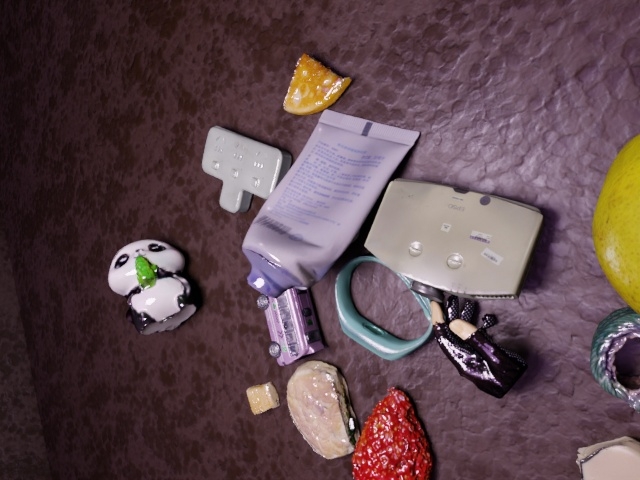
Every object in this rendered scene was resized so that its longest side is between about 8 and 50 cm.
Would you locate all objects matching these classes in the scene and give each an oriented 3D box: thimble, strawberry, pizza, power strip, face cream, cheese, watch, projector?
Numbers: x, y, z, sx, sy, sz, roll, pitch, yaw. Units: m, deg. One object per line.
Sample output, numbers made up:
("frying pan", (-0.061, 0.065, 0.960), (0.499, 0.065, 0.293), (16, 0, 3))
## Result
("thimble", (0.459, 0.163, 0.595), (0.118, 0.090, 0.135), (41, 117, 29))
("strawberry", (0.148, 0.427, 0.824), (0.174, 0.098, 0.228), (24, 108, 31))
("pizza", (-0.018, -0.348, 0.924), (0.178, 0.041, 0.131), (-27, 81, 33))
("power strip", (-0.202, -0.167, 1.054), (0.264, 0.059, 0.194), (25, 107, 30))
("face cream", (-0.007, -0.079, 0.814), (0.234, 0.137, 0.420), (24, 75, 32))
("cheese", (0.478, 0.339, 0.619), (0.171, 0.047, 0.092), (-30, 79, 33))
("watch", (0.134, 0.131, 0.839), (0.237, 0.068, 0.195), (29, 107, 34))
("projector", (0.221, 0.008, 0.724), (0.269, 0.088, 0.194), (19, 82, 32))

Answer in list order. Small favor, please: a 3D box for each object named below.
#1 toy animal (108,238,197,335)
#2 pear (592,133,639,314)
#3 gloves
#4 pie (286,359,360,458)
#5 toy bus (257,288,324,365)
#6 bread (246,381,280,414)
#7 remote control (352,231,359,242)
("toy animal", (-0.474, 0.120, 1.177), (0.212, 0.212, 0.267), (-34, 81, 32))
("pear", (0.464, -0.006, 0.458), (0.294, 0.294, 0.295), (3, 95, 35))
("gloves", (0.254, 0.179, 0.716), (0.180, 0.129, 0.106), (39, 117, 27))
("pie", (-0.006, 0.390, 0.959), (0.185, 0.052, 0.218), (-17, 85, 33))
("toy bus", (-0.066, 0.180, 0.962), (0.108, 0.096, 0.199), (-22, 78, 30))
("bread", (-0.149, 0.405, 1.071), (0.083, 0.035, 0.070), (-28, 78, 26))
("remote control", (0.000, 0.000, 0.934), (0.229, 0.044, 0.073), (-18, 59, 40))
